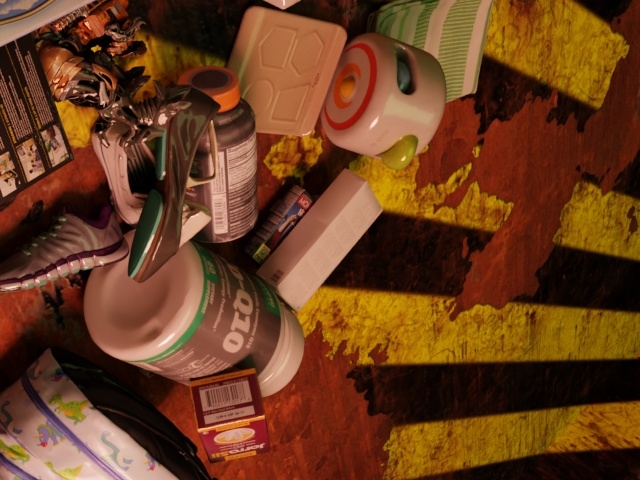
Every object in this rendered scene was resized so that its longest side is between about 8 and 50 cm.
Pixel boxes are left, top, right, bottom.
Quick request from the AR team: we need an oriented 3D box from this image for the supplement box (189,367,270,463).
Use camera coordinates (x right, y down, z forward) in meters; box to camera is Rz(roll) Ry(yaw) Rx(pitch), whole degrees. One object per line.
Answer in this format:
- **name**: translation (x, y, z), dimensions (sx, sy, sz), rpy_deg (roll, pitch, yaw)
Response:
- **supplement box**: translation (-0.138, 0.275, 1.634), dimensions (0.104, 0.081, 0.188), rpy_deg (-11, 153, -5)

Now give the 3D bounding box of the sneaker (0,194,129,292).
- **sneaker**: translation (-0.374, 0.004, 1.442), dimensions (0.224, 0.083, 0.098), rpy_deg (-19, 102, -39)

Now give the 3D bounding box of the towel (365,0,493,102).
- **towel**: translation (0.192, -0.333, 1.892), dimensions (0.325, 0.038, 0.248), rpy_deg (-26, 136, -38)

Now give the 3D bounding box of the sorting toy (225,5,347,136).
- **sorting toy**: translation (-0.066, -0.259, 1.633), dimensions (0.208, 0.038, 0.193), rpy_deg (1, 116, -47)

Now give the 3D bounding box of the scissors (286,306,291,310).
- **scissors**: translation (-0.103, 0.167, 1.947), dimensions (0.297, 0.021, 0.109), rpy_deg (-27, 133, -39)

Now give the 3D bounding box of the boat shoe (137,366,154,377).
- **boat shoe**: translation (-0.257, 0.192, 1.753), dimensions (0.100, 0.035, 0.035), rpy_deg (-37, 141, -26)

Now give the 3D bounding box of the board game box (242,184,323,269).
- **board game box**: translation (-0.037, -0.018, 1.839), dimensions (0.194, 0.060, 0.194), rpy_deg (-53, 146, -8)

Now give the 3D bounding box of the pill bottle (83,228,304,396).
- **pill bottle**: translation (-0.182, 0.127, 1.644), dimensions (0.204, 0.204, 0.361), rpy_deg (-56, 147, -1)

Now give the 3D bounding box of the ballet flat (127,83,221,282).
- **ballet flat**: translation (-0.190, -0.068, 1.423), dimensions (0.096, 0.095, 0.280), rpy_deg (8, 108, -20)

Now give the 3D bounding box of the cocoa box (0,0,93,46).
- **cocoa box**: translation (-0.324, -0.320, 1.023), dimensions (0.347, 0.231, 0.228), rpy_deg (-35, 115, -29)

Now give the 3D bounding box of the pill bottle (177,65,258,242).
- **pill bottle**: translation (-0.157, -0.128, 1.534), dimensions (0.130, 0.130, 0.245), rpy_deg (-31, 138, -34)

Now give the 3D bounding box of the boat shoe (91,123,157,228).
- **boat shoe**: translation (-0.258, -0.076, 1.497), dimensions (0.083, 0.076, 0.226), rpy_deg (-46, 145, -16)

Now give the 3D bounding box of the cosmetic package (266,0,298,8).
- **cosmetic package**: translation (-0.080, -0.494, 1.278), dimensions (0.155, 0.197, 0.365), rpy_deg (-37, 143, -27)

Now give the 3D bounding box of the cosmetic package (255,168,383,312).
- **cosmetic package**: translation (0.000, 0.000, 1.790), dimensions (0.239, 0.060, 0.099), rpy_deg (-50, 143, -12)

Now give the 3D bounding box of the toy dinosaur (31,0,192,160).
- **toy dinosaur**: translation (-0.302, -0.214, 1.311), dimensions (0.322, 0.164, 0.218), rpy_deg (-45, 134, 15)

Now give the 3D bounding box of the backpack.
- **backpack**: translation (-0.330, 0.317, 1.562), dimensions (0.273, 0.290, 0.355), rpy_deg (-31, 133, -13)

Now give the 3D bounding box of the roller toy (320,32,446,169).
- **roller toy**: translation (0.092, -0.231, 1.698), dimensions (0.146, 0.209, 0.191), rpy_deg (14, 105, -32)

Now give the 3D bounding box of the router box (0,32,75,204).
- **router box**: translation (-0.363, -0.143, 1.185), dimensions (0.133, 0.046, 0.179), rpy_deg (-41, 128, -42)
